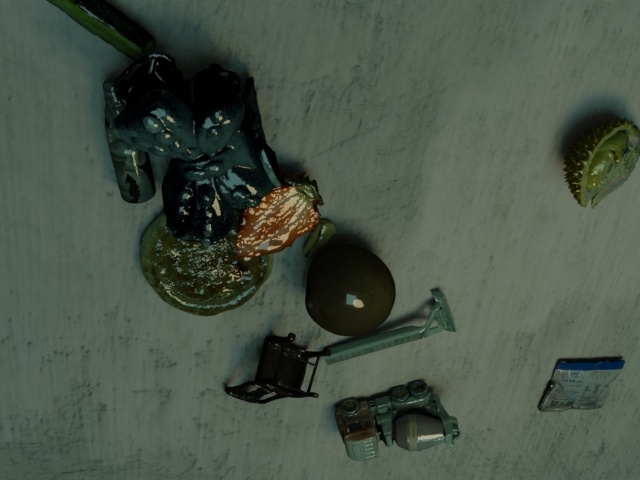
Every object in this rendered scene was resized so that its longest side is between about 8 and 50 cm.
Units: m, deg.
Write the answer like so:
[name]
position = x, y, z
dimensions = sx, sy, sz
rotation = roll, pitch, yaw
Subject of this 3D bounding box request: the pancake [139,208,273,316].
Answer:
[pancake]
position = -0.205, 0.039, 1.380
dimensions = 0.253, 0.037, 0.254
rotation = -6, 124, -8

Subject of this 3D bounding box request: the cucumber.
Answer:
[cucumber]
position = -0.317, -0.321, 1.074
dimensions = 0.220, 0.070, 0.046
rotation = 31, 85, -32

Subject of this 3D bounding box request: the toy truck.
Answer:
[toy truck]
position = 0.169, 0.409, 1.672
dimensions = 0.256, 0.140, 0.108
rotation = -13, 128, -2

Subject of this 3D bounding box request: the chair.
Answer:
[chair]
position = -0.096, 0.268, 1.556
dimensions = 0.106, 0.113, 0.229
rotation = 29, 154, -29

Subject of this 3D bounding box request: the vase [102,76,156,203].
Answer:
[vase]
position = -0.305, -0.159, 1.196
dimensions = 0.060, 0.060, 0.211
rotation = -8, 128, -7

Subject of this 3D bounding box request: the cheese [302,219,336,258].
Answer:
[cheese]
position = 0.000, 0.000, 1.401
dimensions = 0.044, 0.030, 0.083
rotation = 7, 122, -43

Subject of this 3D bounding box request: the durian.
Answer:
[durian]
position = 0.512, -0.160, 1.358
dimensions = 0.208, 0.102, 0.146
rotation = -28, 133, -20

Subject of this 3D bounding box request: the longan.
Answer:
[longan]
position = 0.053, 0.093, 1.397
dimensions = 0.189, 0.189, 0.189
rotation = -6, 127, -8

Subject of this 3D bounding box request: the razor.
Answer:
[razor]
position = 0.139, 0.201, 1.562
dimensions = 0.278, 0.056, 0.111
rotation = -22, 129, 5

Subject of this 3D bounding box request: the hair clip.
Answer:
[hair clip]
position = -0.175, -0.145, 1.156
dimensions = 0.206, 0.194, 0.310
rotation = -13, 141, 2

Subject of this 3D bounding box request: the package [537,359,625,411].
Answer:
[package]
position = 0.616, 0.344, 1.792
dimensions = 0.171, 0.027, 0.173
rotation = 2, 125, -10

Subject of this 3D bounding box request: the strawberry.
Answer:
[strawberry]
position = -0.080, -0.043, 1.307
dimensions = 0.187, 0.082, 0.146
rotation = -44, 126, 4
